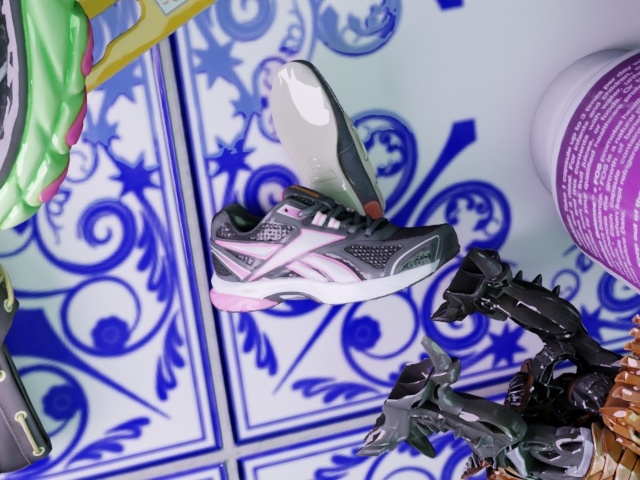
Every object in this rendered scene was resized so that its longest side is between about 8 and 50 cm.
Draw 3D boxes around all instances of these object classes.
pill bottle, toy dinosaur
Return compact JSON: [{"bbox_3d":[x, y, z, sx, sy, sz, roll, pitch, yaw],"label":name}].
[{"bbox_3d":[0.249,-0.035,1.018,0.169,0.301,0.169,-5,109,-16],"label":"pill bottle"},{"bbox_3d":[0.167,0.108,1.077,0.218,0.164,0.322,30,131,5],"label":"toy dinosaur"}]

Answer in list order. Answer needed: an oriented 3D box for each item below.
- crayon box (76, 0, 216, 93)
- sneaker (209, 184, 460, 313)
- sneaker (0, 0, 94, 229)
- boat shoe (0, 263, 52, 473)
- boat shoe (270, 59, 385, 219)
[{"bbox_3d":[-0.225,-0.228,0.938,0.203,0.083,0.323,-36,112,-3],"label":"crayon box"},{"bbox_3d":[0.000,0.000,1.052,0.178,0.072,0.077,-8,101,20],"label":"sneaker"},{"bbox_3d":[-0.216,-0.232,0.796,0.202,0.185,0.483,-2,106,-20],"label":"sneaker"},{"bbox_3d":[-0.227,0.052,1.029,0.068,0.081,0.228,-15,117,-15],"label":"boat shoe"},{"bbox_3d":[0.008,-0.063,1.081,0.043,0.049,0.137,-45,119,-46],"label":"boat shoe"}]
